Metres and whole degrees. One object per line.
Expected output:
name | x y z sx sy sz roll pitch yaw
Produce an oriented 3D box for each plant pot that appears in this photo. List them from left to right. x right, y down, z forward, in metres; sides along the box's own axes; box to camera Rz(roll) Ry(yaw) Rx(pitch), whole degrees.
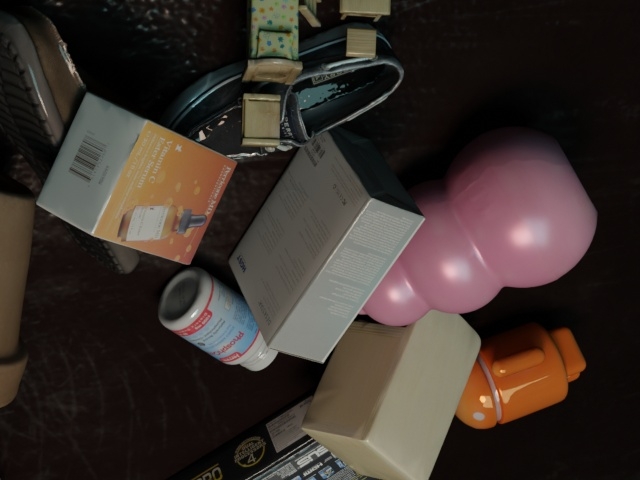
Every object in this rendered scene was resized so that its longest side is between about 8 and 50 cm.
plant pot | -0.416 0.029 1.354 0.263 0.263 0.229 19 97 -33

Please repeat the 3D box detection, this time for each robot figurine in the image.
robot figurine | 0.273 0.199 1.821 0.219 0.158 0.128 -19 108 -9

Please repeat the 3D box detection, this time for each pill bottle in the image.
pill bottle | -0.127 0.106 1.610 0.087 0.087 0.160 -43 129 12

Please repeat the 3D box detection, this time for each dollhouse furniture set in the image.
dollhouse furniture set | -0.002 -0.196 1.346 0.160 0.101 0.182 1 87 -8

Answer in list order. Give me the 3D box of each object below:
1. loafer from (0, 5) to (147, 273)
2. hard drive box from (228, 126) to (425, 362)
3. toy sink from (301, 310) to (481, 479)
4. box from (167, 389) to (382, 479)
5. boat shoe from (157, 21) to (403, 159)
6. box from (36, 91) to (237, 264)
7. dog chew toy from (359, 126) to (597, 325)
loafer | -0.263 -0.124 1.375 0.130 0.133 0.366 -46 144 -23
hard drive box | 0.000 0.000 1.522 0.089 0.181 0.232 19 117 -34
toy sink | 0.097 0.195 1.719 0.153 0.131 0.234 44 62 -41
box | -0.086 0.433 1.869 0.395 0.097 0.318 -33 129 3
boat shoe | -0.047 -0.150 1.440 0.301 0.102 0.108 -23 131 -5
box | -0.189 -0.062 1.310 0.170 0.091 0.130 21 95 -59
dog chew toy | 0.179 -0.003 1.592 0.331 0.207 0.206 -29 131 11
